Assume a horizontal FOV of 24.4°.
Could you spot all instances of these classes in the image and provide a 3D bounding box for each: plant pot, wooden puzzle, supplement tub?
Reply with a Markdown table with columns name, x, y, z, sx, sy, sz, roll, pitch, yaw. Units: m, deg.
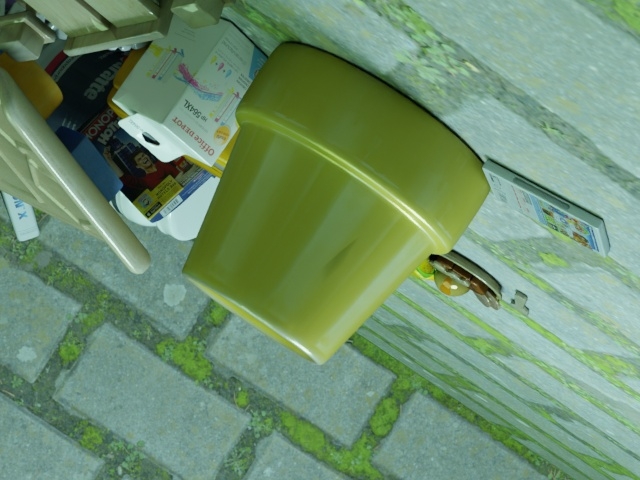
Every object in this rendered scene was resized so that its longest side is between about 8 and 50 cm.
| name | x | y | z | sx | sy | sz | roll | pitch | yaw |
| --- | --- | --- | --- | --- | --- | --- | --- | --- | --- |
| plant pot | -0.003 | -0.023 | 1.425 | 0.254 | 0.239 | 0.254 | 34 | 173 | 5 |
| wooden puzzle | -0.350 | -0.134 | 1.676 | 0.348 | 0.080 | 0.322 | 29 | 161 | 39 |
| supplement tub | -0.247 | -0.137 | 1.923 | 0.272 | 0.191 | 0.191 | 30 | 172 | 20 |

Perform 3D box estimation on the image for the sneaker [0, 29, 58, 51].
| name | x | y | z | sx | sy | sz | roll | pitch | yaw |
| --- | --- | --- | --- | --- | --- | --- | --- | --- | --- |
| sneaker | -0.377 | -0.262 | 2.130 | 0.297 | 0.111 | 0.129 | 29 | 156 | 11 |

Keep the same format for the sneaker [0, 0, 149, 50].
| name | x | y | z | sx | sy | sz | roll | pitch | yaw |
| --- | --- | --- | --- | --- | --- | --- | --- | --- | --- |
| sneaker | -0.287 | -0.273 | 1.619 | 0.236 | 0.105 | 0.095 | 12 | -175 | -31 |

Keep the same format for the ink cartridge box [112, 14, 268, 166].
| name | x | y | z | sx | sy | sz | roll | pitch | yaw |
| --- | --- | --- | --- | --- | --- | --- | --- | --- | --- |
| ink cartridge box | -0.132 | -0.151 | 1.508 | 0.090 | 0.143 | 0.092 | 27 | 171 | 43 |

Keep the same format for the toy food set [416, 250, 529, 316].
| name | x | y | z | sx | sy | sz | roll | pitch | yaw |
| --- | --- | --- | --- | --- | --- | --- | --- | --- | --- |
| toy food set | 0.179 | 0.051 | 1.918 | 0.192 | 0.038 | 0.132 | 32 | 173 | 13 |

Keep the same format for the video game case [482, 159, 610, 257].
| name | x | y | z | sx | sy | sz | roll | pitch | yaw |
| --- | --- | --- | --- | --- | --- | --- | --- | --- | --- |
| video game case | 0.208 | -0.029 | 1.360 | 0.122 | 0.011 | 0.087 | 31 | 172 | 22 |

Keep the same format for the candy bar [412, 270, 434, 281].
| name | x | y | z | sx | sy | sz | roll | pitch | yaw |
| --- | --- | --- | --- | --- | --- | --- | --- | --- | --- |
| candy bar | 0.111 | 0.029 | 2.159 | 0.040 | 0.018 | 0.161 | 43 | 169 | -38 |

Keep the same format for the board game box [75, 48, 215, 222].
| name | x | y | z | sx | sy | sz | roll | pitch | yaw |
| --- | --- | --- | --- | --- | --- | --- | --- | --- | --- |
| board game box | -0.194 | -0.150 | 1.780 | 0.194 | 0.194 | 0.060 | 46 | 175 | 13 |

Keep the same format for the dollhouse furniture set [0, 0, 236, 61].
| name | x | y | z | sx | sy | sz | roll | pitch | yaw |
| --- | --- | --- | --- | --- | --- | --- | --- | --- | --- |
| dollhouse furniture set | -0.286 | -0.328 | 1.374 | 0.355 | 0.174 | 0.303 | -4 | 151 | 37 |

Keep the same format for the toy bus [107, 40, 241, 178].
| name | x | y | z | sx | sy | sz | roll | pitch | yaw |
| --- | --- | --- | --- | --- | --- | --- | --- | --- | --- |
| toy bus | -0.086 | -0.119 | 1.658 | 0.332 | 0.108 | 0.130 | 32 | 173 | 13 |

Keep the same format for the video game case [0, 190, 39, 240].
| name | x | y | z | sx | sy | sz | roll | pitch | yaw |
| --- | --- | --- | --- | --- | --- | --- | --- | --- | --- |
| video game case | -0.467 | -0.210 | 2.021 | 0.300 | 0.036 | 0.329 | 86 | 161 | -51 |
